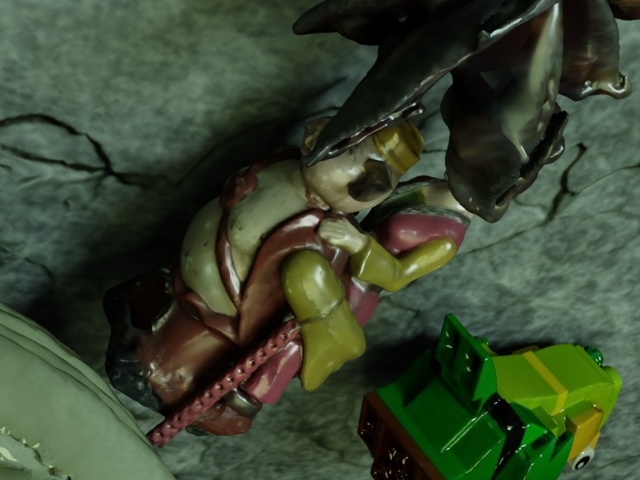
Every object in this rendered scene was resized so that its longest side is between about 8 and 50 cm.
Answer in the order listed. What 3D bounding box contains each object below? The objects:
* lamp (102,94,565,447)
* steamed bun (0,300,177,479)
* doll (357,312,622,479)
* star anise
[{"bbox_3d":[0.000,0.000,0.699,0.253,0.118,0.118,-39,134,26],"label":"lamp"},{"bbox_3d":[-0.192,0.160,0.684,0.247,0.339,0.352,-18,159,-46],"label":"steamed bun"},{"bbox_3d":[0.111,0.108,0.866,0.186,0.106,0.134,5,124,-46],"label":"doll"},{"bbox_3d":[0.084,-0.141,0.571,0.212,0.129,0.282,-6,130,-21],"label":"star anise"}]
